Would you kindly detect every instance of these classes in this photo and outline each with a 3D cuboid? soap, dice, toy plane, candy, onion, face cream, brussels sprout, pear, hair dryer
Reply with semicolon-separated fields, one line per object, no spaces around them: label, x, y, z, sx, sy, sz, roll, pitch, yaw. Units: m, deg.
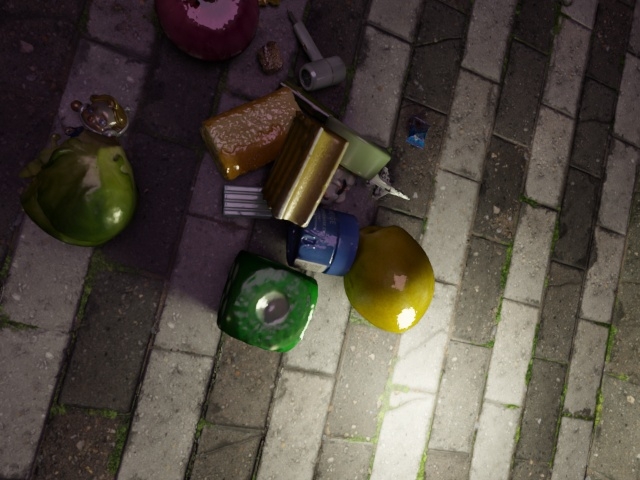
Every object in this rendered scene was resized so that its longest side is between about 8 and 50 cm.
soap;-0.065;-0.250;1.379;0.156;0.293;0.335;21;105;-28
dice;-0.195;0.213;1.447;0.296;0.300;0.287;21;86;-18
toy plane;0.280;-0.230;1.726;0.234;0.082;0.160;31;70;-30
candy;-0.198;-0.712;1.568;0.095;0.085;0.110;-32;109;-22
soap;-0.275;-0.147;1.542;0.197;0.066;0.119;2;89;-18
onion;-0.383;-0.808;1.400;0.358;0.345;0.359;-17;126;-24
face cream;0.000;0.000;1.534;0.224;0.249;0.249;10;86;-17
brussels sprout;-0.730;-0.147;1.271;0.314;0.276;0.371;36;108;0
candy;0.439;-0.482;1.796;0.088;0.038;0.136;23;75;-3
pear;0.262;0.145;1.562;0.362;0.362;0.419;-13;95;-18
hair dryer;-0.055;-0.773;1.612;0.173;0.107;0.358;-27;85;-30

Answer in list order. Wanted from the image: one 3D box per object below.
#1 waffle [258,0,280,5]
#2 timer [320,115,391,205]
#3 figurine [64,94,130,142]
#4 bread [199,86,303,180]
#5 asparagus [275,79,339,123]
waffle;-0.260;-1.047;1.568;0.290;0.051;0.292;0;90;-19
timer;0.076;-0.277;1.584;0.290;0.291;0.315;29;104;-15
figurine;-0.763;-0.360;1.365;0.193;0.133;0.275;23;92;1
bread;-0.233;-0.397;1.509;0.375;0.165;0.237;-31;101;-17
asparagus;-0.048;-0.555;1.628;0.277;0.060;0.067;33;95;-14
